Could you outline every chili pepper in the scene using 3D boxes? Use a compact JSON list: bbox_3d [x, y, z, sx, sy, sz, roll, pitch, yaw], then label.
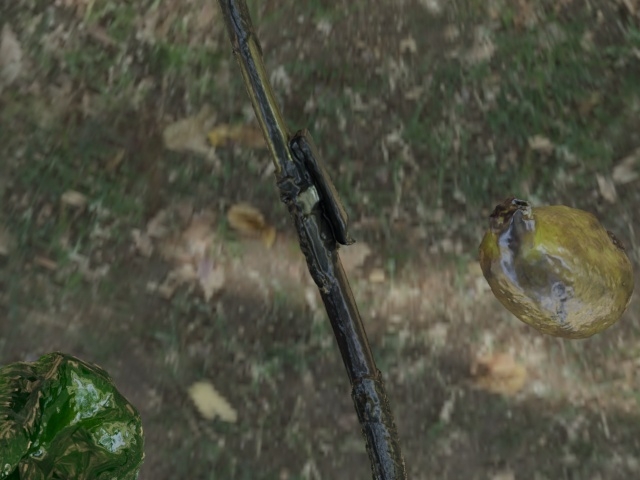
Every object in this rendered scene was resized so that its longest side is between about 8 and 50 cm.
[{"bbox_3d":[-0.123,0.099,0.710,0.083,0.253,0.099,-44,99,3],"label":"chili pepper"}]

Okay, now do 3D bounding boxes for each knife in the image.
[{"bbox_3d":[0.001,0.000,0.635,0.021,0.045,0.222,-17,91,13],"label":"knife"}]

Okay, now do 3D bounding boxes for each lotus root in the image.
[{"bbox_3d":[0.159,0.017,1.205,0.108,0.190,0.094,29,97,29],"label":"lotus root"}]
